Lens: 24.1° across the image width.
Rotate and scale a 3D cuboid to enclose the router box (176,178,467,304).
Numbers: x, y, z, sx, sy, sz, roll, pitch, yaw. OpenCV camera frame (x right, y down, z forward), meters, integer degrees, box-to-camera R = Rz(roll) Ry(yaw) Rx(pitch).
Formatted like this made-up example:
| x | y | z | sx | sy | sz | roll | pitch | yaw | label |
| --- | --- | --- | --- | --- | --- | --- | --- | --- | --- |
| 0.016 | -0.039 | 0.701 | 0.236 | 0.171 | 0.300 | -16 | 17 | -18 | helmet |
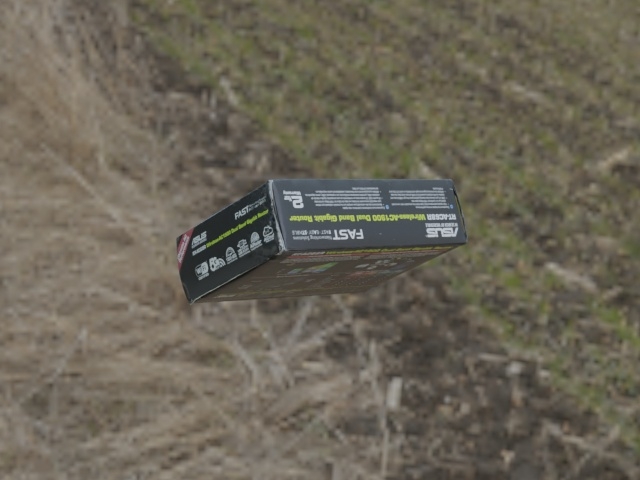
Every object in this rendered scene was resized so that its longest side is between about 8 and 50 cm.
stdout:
| x | y | z | sx | sy | sz | roll | pitch | yaw | label |
| --- | --- | --- | --- | --- | --- | --- | --- | --- | --- |
| 0.000 | 0.000 | 0.777 | 0.122 | 0.038 | 0.092 | -2 | -16 | -38 | router box |
